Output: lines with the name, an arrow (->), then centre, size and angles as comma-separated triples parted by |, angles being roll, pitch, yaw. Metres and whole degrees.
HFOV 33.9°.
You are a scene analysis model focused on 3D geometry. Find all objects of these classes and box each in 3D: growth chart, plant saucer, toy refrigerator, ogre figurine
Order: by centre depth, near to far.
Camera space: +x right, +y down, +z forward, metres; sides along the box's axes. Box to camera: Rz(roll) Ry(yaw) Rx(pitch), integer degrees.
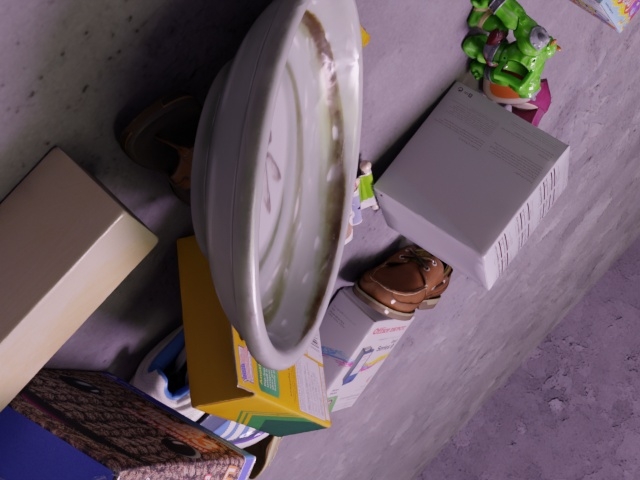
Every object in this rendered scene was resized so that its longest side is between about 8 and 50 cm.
toy refrigerator -> -0.282, 0.056, 0.958 | 0.269, 0.102, 0.094 | -48, 158, -4
plant saucer -> -0.048, -0.074, 1.056 | 0.400, 0.100, 0.401 | 8, 90, -77
ogre figurine -> 0.251, -0.257, 1.408 | 0.097, 0.118, 0.197 | -33, 154, -33
growth chart -> 0.000, 0.000, 1.492 | 0.237, 0.021, 0.172 | -46, 159, -4

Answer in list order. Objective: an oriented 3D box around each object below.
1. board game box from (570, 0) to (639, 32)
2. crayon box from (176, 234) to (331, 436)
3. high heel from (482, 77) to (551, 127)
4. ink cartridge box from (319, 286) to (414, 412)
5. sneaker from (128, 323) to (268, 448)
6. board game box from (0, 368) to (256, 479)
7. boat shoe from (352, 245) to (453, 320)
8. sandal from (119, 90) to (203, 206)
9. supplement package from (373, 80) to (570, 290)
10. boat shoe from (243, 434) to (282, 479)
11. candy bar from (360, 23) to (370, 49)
board game box -> 0.411, -0.438, 1.376 | 0.275, 0.144, 0.142 | -55, 156, 12
crayon box -> -0.084, 0.112, 1.264 | 0.083, 0.203, 0.323 | -13, 159, 14
high heel -> 0.310, -0.254, 1.612 | 0.244, 0.082, 0.117 | 45, 58, -55
ink cartridge box -> 0.042, 0.185, 1.770 | 0.212, 0.093, 0.154 | -58, 155, 16
sneaker -> -0.122, 0.181, 1.410 | 0.322, 0.130, 0.236 | -24, 151, -36
board game box -> -0.248, 0.248, 1.123 | 0.141, 0.232, 0.291 | -66, 157, 1
boat shoe -> 0.144, 0.056, 1.750 | 0.104, 0.110, 0.307 | -59, 166, 14
sandal -> -0.132, -0.080, 1.067 | 0.090, 0.060, 0.219 | -45, 157, -9
supplement package -> 0.220, -0.077, 1.514 | 0.203, 0.194, 0.149 | -51, 158, -10
boat shoe -> -0.095, 0.356, 1.846 | 0.048, 0.056, 0.153 | -12, 130, -49
candy bar -> 0.000, -0.181, 1.203 | 0.161, 0.018, 0.040 | -48, 154, 0
